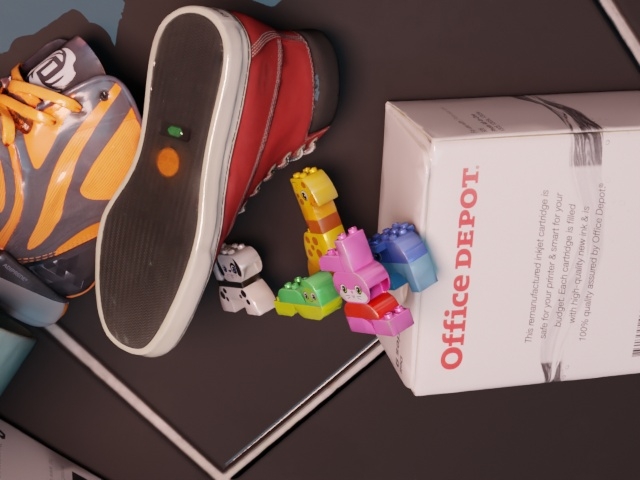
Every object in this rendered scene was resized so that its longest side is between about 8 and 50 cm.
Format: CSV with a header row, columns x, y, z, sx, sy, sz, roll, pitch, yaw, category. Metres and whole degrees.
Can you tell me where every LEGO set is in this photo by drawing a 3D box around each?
x,y,z,sx,sy,sz,roll,pitch,yaw,category
0.000,0.000,0.834,0.087,0.227,0.093,-29,107,-30,LEGO set

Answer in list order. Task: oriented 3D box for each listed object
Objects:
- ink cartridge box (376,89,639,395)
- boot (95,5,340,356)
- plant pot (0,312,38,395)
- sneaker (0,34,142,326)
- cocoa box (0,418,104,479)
x,y,z,sx,sy,sz,roll,pitch,yaw,category
0.195,-0.006,0.910,0.289,0.121,0.211,-3,113,-14,ink cartridge box
-0.061,-0.036,0.813,0.176,0.088,0.244,-4,116,-59,boot
-0.353,0.097,0.673,0.293,0.293,0.235,30,82,-24,plant pot
-0.242,-0.087,0.758,0.180,0.124,0.321,-49,134,1,sneaker
-0.255,0.315,0.795,0.231,0.347,0.228,39,99,-26,cocoa box
